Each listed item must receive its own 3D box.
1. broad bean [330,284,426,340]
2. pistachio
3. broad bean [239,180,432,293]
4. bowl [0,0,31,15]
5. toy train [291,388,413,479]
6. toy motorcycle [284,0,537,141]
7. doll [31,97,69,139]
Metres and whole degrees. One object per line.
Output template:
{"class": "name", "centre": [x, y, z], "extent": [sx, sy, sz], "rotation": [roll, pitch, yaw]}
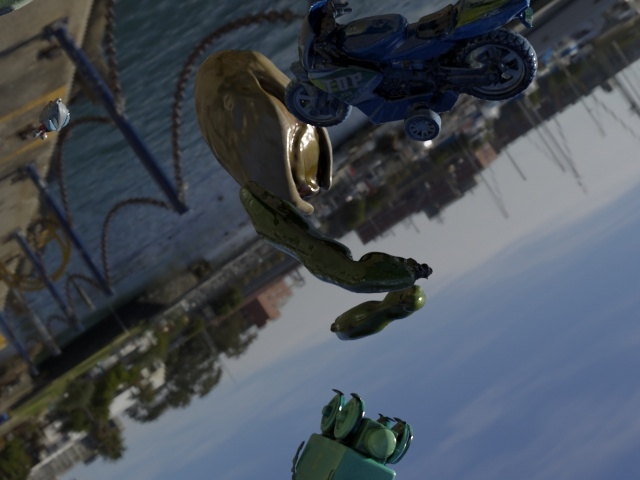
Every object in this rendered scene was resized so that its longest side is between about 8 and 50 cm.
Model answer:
{"class": "broad bean", "centre": [0.077, 0.105, 1.251], "extent": [0.070, 0.048, 0.213], "rotation": [-19, 172, -38]}
{"class": "pistachio", "centre": [-0.072, -0.134, 1.130], "extent": [0.138, 0.238, 0.153], "rotation": [-49, -159, -25]}
{"class": "broad bean", "centre": [-0.002, 0.004, 0.769], "extent": [0.061, 0.195, 0.046], "rotation": [-38, 145, -49]}
{"class": "bowl", "centre": [-0.356, -0.330, 0.739], "extent": [0.307, 0.307, 0.163], "rotation": [-34, -154, -33]}
{"class": "toy train", "centre": [0.044, 0.320, 1.324], "extent": [0.163, 0.112, 0.203], "rotation": [-63, -170, -12]}
{"class": "toy motorcycle", "centre": [0.069, -0.166, 0.801], "extent": [0.254, 0.135, 0.092], "rotation": [-6, -131, 25]}
{"class": "doll", "centre": [-0.412, -0.188, 1.370], "extent": [0.057, 0.039, 0.114], "rotation": [-1, 163, -25]}
